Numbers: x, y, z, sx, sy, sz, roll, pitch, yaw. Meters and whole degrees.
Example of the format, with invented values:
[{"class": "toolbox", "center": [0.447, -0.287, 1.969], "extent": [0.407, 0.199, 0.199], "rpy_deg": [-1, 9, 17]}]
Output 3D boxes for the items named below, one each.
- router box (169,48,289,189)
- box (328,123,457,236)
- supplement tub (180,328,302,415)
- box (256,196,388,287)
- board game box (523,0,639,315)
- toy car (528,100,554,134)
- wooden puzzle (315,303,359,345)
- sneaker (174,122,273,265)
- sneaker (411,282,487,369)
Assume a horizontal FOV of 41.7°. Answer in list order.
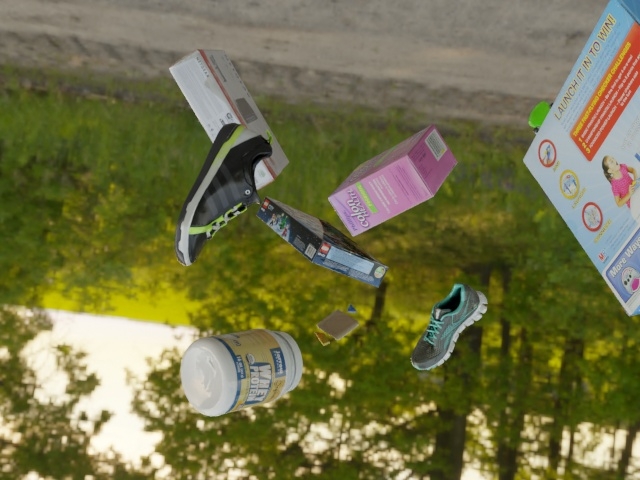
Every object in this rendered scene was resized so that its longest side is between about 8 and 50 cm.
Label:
[{"class": "router box", "center": [-0.208, -0.292, 2.009], "extent": [0.082, 0.336, 0.301], "rpy_deg": [-29, -171, 10]}, {"class": "box", "center": [0.176, -0.146, 2.023], "extent": [0.243, 0.117, 0.213], "rpy_deg": [-28, -168, 35]}, {"class": "supplement tub", "center": [-0.146, 0.243, 1.584], "extent": [0.144, 0.145, 0.199], "rpy_deg": [0, -177, 44]}, {"class": "box", "center": [0.000, 0.000, 1.549], "extent": [0.159, 0.044, 0.233], "rpy_deg": [21, -170, -36]}, {"class": "board game box", "center": [0.433, -0.112, 1.120], "extent": [0.086, 0.302, 0.308], "rpy_deg": [-9, 144, -22]}, {"class": "toy car", "center": [0.469, -0.172, 1.485], "extent": [0.224, 0.239, 0.053], "rpy_deg": [32, -173, 3]}, {"class": "wooden puzzle", "center": [0.038, 0.186, 1.840], "extent": [0.116, 0.014, 0.078], "rpy_deg": [-30, -141, -19]}, {"class": "sneaker", "center": [-0.138, -0.064, 1.245], "extent": [0.097, 0.235, 0.084], "rpy_deg": [23, 176, 2]}, {"class": "sneaker", "center": [0.198, 0.135, 1.378], "extent": [0.065, 0.166, 0.076], "rpy_deg": [33, 171, 46]}]
